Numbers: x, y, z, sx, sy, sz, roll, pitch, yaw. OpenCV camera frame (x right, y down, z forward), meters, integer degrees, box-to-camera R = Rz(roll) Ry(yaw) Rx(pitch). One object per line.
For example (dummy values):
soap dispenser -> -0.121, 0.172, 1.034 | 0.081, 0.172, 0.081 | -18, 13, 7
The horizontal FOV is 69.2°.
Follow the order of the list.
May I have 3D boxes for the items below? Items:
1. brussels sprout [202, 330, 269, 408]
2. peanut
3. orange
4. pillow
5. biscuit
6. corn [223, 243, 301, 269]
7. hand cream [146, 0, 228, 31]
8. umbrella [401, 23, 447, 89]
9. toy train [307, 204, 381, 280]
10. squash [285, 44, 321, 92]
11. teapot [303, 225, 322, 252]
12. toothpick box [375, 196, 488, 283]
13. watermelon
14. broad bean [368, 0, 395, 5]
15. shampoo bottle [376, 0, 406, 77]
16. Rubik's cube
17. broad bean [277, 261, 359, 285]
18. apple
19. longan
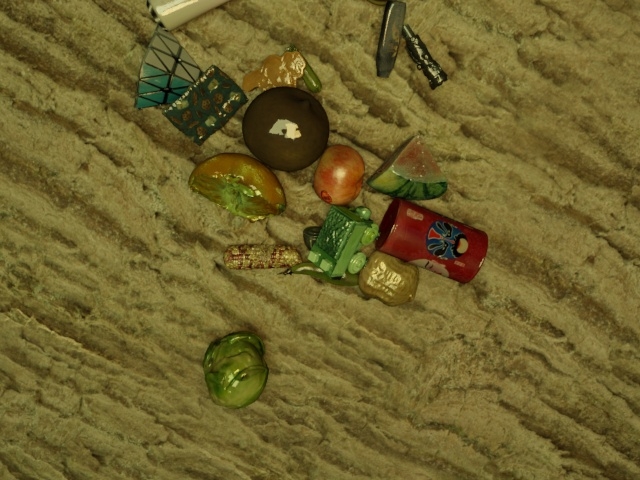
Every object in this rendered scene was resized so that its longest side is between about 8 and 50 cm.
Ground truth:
brussels sprout -> -0.315, 0.481, 1.721 | 0.227, 0.259, 0.294 | 21, 112, -35
peanut -> 0.257, 0.143, 1.704 | 0.233, 0.110, 0.197 | 29, 90, -5
orange -> -0.268, -0.189, 1.580 | 0.334, 0.262, 0.196 | 24, 86, 5
pillow -> -0.389, -0.459, 1.588 | 0.255, 0.034, 0.189 | -40, 137, 9
biscuit -> -0.153, -0.554, 1.587 | 0.236, 0.040, 0.144 | -30, 105, 23
corn -> -0.212, 0.060, 1.708 | 0.289, 0.098, 0.098 | -2, 102, 3
hand cream -> -0.396, -0.830, 1.528 | 0.358, 0.118, 0.185 | -32, 99, 1
umbrella -> 0.346, -0.627, 1.572 | 0.066, 0.059, 0.236 | -37, 97, -14
toy train -> 0.083, 0.002, 1.614 | 0.159, 0.188, 0.272 | 38, 113, 34
squash -> -0.056, -0.587, 1.593 | 0.052, 0.052, 0.183 | -36, 97, 8
teapot -> -0.002, 0.004, 1.698 | 0.124, 0.092, 0.091 | 5, 117, 6
toothpick box -> 0.383, 0.001, 1.619 | 0.333, 0.204, 0.204 | 20, 102, -5
watermelon -> 0.315, -0.243, 1.604 | 0.261, 0.213, 0.201 | 14, 86, -7
broad bean -> 0.176, -0.892, 1.502 | 0.189, 0.121, 0.263 | -18, 87, 6
shampoo bottle -> 0.229, -0.663, 1.538 | 0.049, 0.087, 0.234 | 35, 128, 38
Rubik's cube -> -0.524, -0.566, 1.568 | 0.228, 0.229, 0.233 | 28, 149, 32
broad bean -> 0.007, 0.121, 1.738 | 0.325, 0.067, 0.075 | 7, 72, 2
apple -> 0.066, -0.218, 1.591 | 0.164, 0.209, 0.209 | 21, 102, 6
longan -> -0.112, -0.363, 1.519 | 0.297, 0.297, 0.297 | 0, 102, 2
